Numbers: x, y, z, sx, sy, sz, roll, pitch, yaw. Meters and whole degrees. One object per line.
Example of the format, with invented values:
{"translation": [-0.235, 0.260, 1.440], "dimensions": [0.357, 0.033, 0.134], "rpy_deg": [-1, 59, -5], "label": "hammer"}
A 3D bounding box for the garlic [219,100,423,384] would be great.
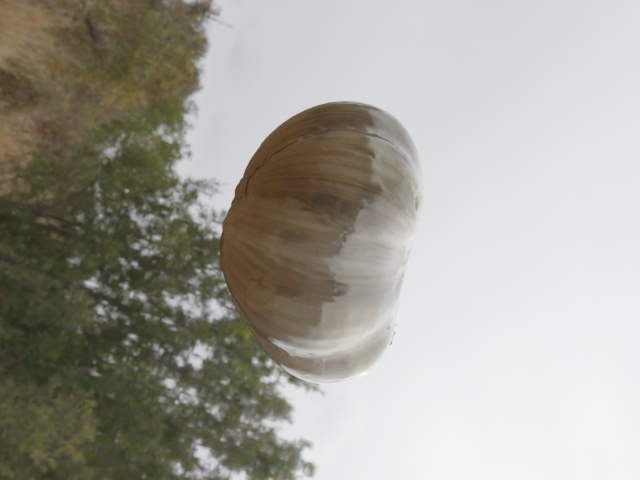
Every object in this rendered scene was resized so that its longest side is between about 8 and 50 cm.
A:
{"translation": [0.001, -0.003, 0.677], "dimensions": [0.228, 0.152, 0.228], "rpy_deg": [-170, -90, -89], "label": "garlic"}
